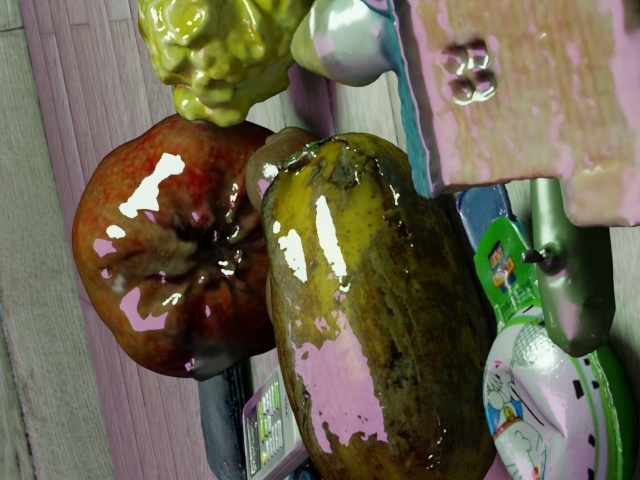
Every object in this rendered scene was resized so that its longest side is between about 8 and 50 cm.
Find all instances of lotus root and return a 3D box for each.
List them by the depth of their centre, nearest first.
[{"bbox_3d":[0.052,0.084,1.514,0.196,0.179,0.398,-35,66,51],"label":"lotus root"}]

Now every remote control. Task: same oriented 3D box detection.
[{"bbox_3d":[-0.045,0.202,1.805,0.250,0.034,0.103,126,141,-68],"label":"remote control"}]

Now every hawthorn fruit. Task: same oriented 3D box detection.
[{"bbox_3d":[-0.142,0.001,1.888,0.324,0.308,0.308,-6,97,60],"label":"hawthorn fruit"}]

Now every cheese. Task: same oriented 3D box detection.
[{"bbox_3d":[0.172,0.092,1.324,0.204,0.083,0.321,118,135,-64],"label":"cheese"}]

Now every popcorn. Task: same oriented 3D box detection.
[{"bbox_3d":[-0.103,-0.239,1.774,0.217,0.181,0.235,-164,68,-78],"label":"popcorn"}]

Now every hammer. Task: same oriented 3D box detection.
[{"bbox_3d":[0.152,-0.086,1.112,0.206,0.118,0.336,125,145,-69],"label":"hammer"}]

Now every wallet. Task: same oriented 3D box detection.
[{"bbox_3d":[-0.145,0.213,2.436,0.191,0.046,0.379,-130,31,-57],"label":"wallet"}]

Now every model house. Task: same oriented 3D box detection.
[{"bbox_3d":[0.117,-0.144,0.983,0.325,0.194,0.267,-7,96,49],"label":"model house"}]

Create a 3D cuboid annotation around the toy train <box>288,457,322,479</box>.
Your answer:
[{"bbox_3d":[0.009,0.290,1.924,0.298,0.120,0.194,97,161,-48],"label":"toy train"}]

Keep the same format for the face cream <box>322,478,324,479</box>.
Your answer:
[{"bbox_3d":[0.066,0.221,1.704,0.149,0.104,0.149,167,90,-72],"label":"face cream"}]

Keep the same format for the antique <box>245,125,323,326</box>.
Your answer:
[{"bbox_3d":[0.000,0.000,1.698,0.121,0.143,0.257,130,127,-71],"label":"antique"}]
